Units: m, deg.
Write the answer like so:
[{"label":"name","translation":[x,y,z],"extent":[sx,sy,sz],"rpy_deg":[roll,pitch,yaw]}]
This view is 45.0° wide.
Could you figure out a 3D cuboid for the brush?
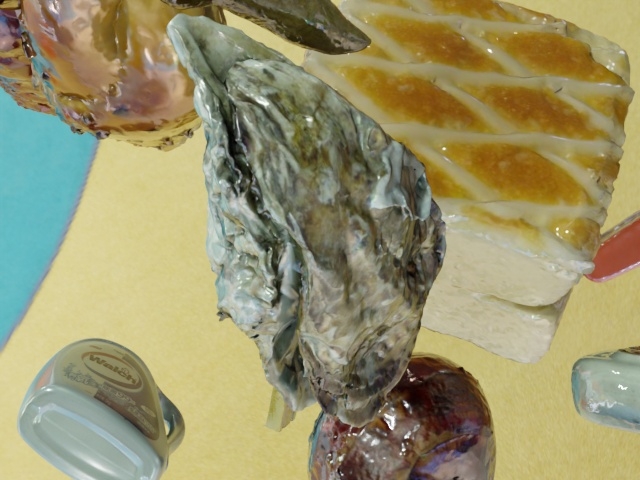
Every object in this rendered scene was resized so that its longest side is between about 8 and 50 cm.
[{"label":"brush","translation":[0.476,0.009,1.192],"extent":[0.070,0.051,0.323],"rpy_deg":[49,127,-1]}]

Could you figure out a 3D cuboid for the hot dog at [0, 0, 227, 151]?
[{"label":"hot dog","translation":[-0.235,-0.208,0.663],"extent":[0.367,0.365,0.196],"rpy_deg":[28,79,-17]}]

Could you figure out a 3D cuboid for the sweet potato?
[{"label":"sweet potato","translation":[-0.037,-0.145,0.469],"extent":[0.153,0.038,0.041],"rpy_deg":[8,40,-24]}]

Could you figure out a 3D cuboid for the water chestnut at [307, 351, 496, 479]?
[{"label":"water chestnut","translation":[0.127,0.351,1.310],"extent":[0.350,0.350,0.302],"rpy_deg":[-48,32,-6]}]

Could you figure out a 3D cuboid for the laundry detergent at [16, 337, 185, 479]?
[{"label":"laundry detergent","translation":[-0.283,0.226,1.068],"extent":[0.214,0.280,0.105],"rpy_deg":[35,96,-6]}]

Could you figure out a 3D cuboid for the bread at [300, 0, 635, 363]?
[{"label":"bread","translation":[0.165,-0.103,0.950],"extent":[0.390,0.279,0.371],"rpy_deg":[23,60,7]}]

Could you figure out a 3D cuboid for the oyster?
[{"label":"oyster","translation":[-0.002,-0.001,0.518],"extent":[0.158,0.351,0.162],"rpy_deg":[-4,49,23]}]

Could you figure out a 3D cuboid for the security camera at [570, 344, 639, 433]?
[{"label":"security camera","translation":[0.396,0.152,0.843],"extent":[0.157,0.301,0.080],"rpy_deg":[0,88,46]}]

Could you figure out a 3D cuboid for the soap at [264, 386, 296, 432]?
[{"label":"soap","translation":[-0.056,0.234,1.478],"extent":[0.037,0.092,0.252],"rpy_deg":[13,99,16]}]
